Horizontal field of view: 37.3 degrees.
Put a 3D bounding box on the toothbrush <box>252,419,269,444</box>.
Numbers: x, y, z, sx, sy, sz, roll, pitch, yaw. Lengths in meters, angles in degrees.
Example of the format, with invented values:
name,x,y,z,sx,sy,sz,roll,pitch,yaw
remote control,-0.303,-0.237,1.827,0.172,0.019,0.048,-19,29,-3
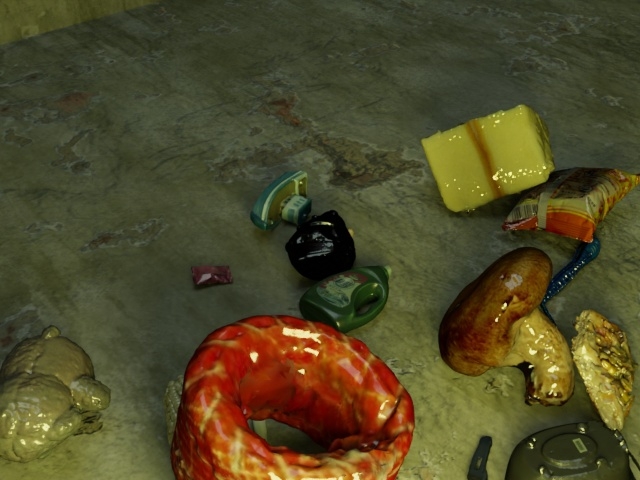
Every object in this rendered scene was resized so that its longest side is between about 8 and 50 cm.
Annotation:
name,x,y,z,sx,sy,sz,roll,pitch,yaw
toothbrush,-0.085,0.376,1.503,0.030,0.030,0.304,-7,34,-4

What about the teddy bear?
name,x,y,z,sx,sy,sz,roll,pitch,yaw
teddy bear,-0.473,0.267,1.599,0.236,0.151,0.267,-7,33,-1

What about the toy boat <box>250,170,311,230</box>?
name,x,y,z,sx,sy,sz,roll,pitch,yaw
toy boat,-0.075,-0.082,2.140,0.102,0.088,0.215,18,38,25

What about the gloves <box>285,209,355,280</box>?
name,x,y,z,sx,sy,sz,roll,pitch,yaw
gloves,0.000,0.000,1.996,0.165,0.124,0.203,7,39,-17

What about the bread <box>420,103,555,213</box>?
name,x,y,z,sx,sy,sz,roll,pitch,yaw
bread,0.402,-0.181,2.176,0.264,0.198,0.236,-18,-3,20

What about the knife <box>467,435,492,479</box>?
name,x,y,z,sx,sy,sz,roll,pitch,yaw
knife,0.258,0.351,1.512,0.031,0.018,0.121,2,33,22

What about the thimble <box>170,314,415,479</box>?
name,x,y,z,sx,sy,sz,roll,pitch,yaw
thimble,-0.049,0.287,1.390,0.350,0.230,0.350,10,39,-8

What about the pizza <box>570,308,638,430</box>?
name,x,y,z,sx,sy,sz,roll,pitch,yaw
pizza,0.487,0.207,1.600,0.069,0.147,0.226,-31,16,33

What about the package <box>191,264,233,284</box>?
name,x,y,z,sx,sy,sz,roll,pitch,yaw
package,-0.228,0.071,1.979,0.083,0.029,0.059,-3,36,-14

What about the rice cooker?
name,x,y,z,sx,sy,sz,roll,pitch,yaw
rice cooker,0.377,0.347,1.414,0.203,0.118,0.142,-13,34,-6

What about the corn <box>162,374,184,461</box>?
name,x,y,z,sx,sy,sz,roll,pitch,yaw
corn,-0.218,0.314,1.572,0.087,0.087,0.211,-13,29,-13

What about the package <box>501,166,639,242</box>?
name,x,y,z,sx,sy,sz,roll,pitch,yaw
package,0.549,-0.092,2.050,0.223,0.108,0.288,6,35,39

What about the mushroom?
name,x,y,z,sx,sy,sz,roll,pitch,yaw
mushroom,0.325,0.139,1.653,0.267,0.254,0.267,-36,26,21

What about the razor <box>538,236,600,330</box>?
name,x,y,z,sx,sy,sz,roll,pitch,yaw
razor,0.481,0.077,1.875,0.056,0.093,0.324,-24,11,42

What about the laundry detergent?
name,x,y,z,sx,sy,sz,roll,pitch,yaw
laundry detergent,0.071,0.108,1.863,0.211,0.063,0.137,-28,42,-35
